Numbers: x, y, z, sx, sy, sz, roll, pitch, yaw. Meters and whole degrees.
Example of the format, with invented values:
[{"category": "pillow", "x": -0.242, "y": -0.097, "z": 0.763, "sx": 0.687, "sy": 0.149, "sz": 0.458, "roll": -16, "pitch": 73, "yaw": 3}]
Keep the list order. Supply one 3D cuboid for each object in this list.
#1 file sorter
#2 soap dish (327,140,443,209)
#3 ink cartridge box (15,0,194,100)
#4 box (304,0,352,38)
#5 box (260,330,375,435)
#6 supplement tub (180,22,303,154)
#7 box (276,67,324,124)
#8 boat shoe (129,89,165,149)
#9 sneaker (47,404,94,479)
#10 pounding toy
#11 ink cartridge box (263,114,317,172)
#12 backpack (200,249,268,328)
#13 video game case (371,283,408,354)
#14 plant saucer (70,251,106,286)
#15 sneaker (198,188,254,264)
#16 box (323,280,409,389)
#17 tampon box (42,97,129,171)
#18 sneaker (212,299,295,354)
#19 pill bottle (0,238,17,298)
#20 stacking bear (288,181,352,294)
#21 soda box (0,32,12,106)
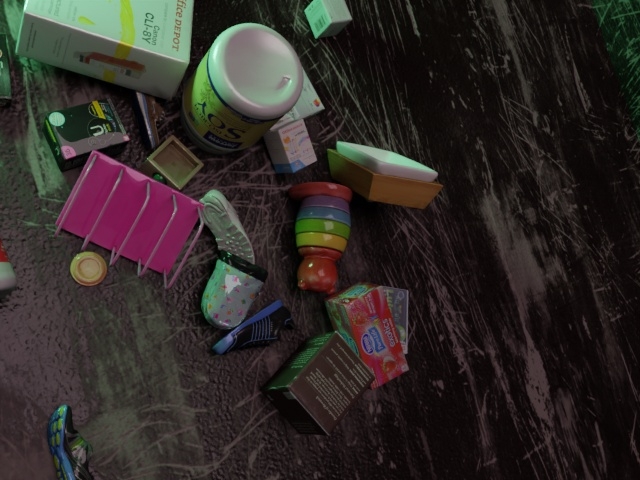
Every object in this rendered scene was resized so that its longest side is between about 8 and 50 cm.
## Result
[{"category": "file sorter", "x": -0.437, "y": -0.041, "z": 1.563, "sx": 0.290, "sy": 0.182, "sz": 0.202, "roll": 27, "pitch": 98, "yaw": -20}, {"category": "soap dish", "x": 0.172, "y": -0.185, "z": 1.925, "sx": 0.229, "sy": 0.291, "sz": 0.118, "roll": 7, "pitch": 107, "yaw": -28}, {"category": "ink cartridge box", "x": -0.519, "y": -0.550, "z": 1.682, "sx": 0.384, "sy": 0.160, "sz": 0.279, "roll": 13, "pitch": 59, "yaw": -25}, {"category": "box", "x": 0.024, "y": -0.688, "z": 2.067, "sx": 0.087, "sy": 0.101, "sz": 0.102, "roll": -19, "pitch": 87, "yaw": -31}, {"category": "box", "x": -0.006, "y": 0.366, "z": 1.738, "sx": 0.167, "sy": 0.168, "sz": 0.203, "roll": 50, "pitch": 61, "yaw": -9}, {"category": "supplement tub", "x": -0.213, "y": -0.369, "z": 1.725, "sx": 0.241, "sy": 0.331, "sz": 0.241, "roll": 8, "pitch": 73, "yaw": -26}, {"category": "box", "x": -0.098, "y": -0.409, "z": 1.967, "sx": 0.186, "sy": 0.038, "sz": 0.145, "roll": -31, "pitch": 93, "yaw": -29}, {"category": "boat shoe", "x": -0.436, "y": -0.324, "z": 1.748, "sx": 0.066, "sy": 0.066, "sz": 0.183, "roll": -12, "pitch": 83, "yaw": -31}, {"category": "sneaker", "x": -0.547, "y": 0.455, "z": 1.496, "sx": 0.078, "sy": 0.067, "sz": 0.188, "roll": -7, "pitch": 78, "yaw": -51}, {"category": "pounding toy", "x": -0.401, "y": -0.177, "z": 1.723, "sx": 0.130, "sy": 0.100, "sz": 0.141, "roll": 44, "pitch": 51, "yaw": -12}, {"category": "ink cartridge box", "x": -0.090, "y": -0.270, "z": 1.881, "sx": 0.092, "sy": 0.090, "sz": 0.143, "roll": -31, "pitch": 113, "yaw": -30}, {"category": "backpack", "x": -0.228, "y": 0.130, "z": 1.700, "sx": 0.152, "sy": 0.115, "sz": 0.182, "roll": 27, "pitch": 84, "yaw": -11}, {"category": "video game case", "x": 0.177, "y": 0.225, "z": 1.958, "sx": 0.173, "sy": 0.022, "sz": 0.190, "roll": 11, "pitch": 72, "yaw": -26}, {"category": "plant saucer", "x": -0.551, "y": 0.067, "z": 1.614, "sx": 0.083, "sy": 0.013, "sz": 0.083, "roll": 8, "pitch": 73, "yaw": -27}, {"category": "sneaker", "x": -0.232, "y": -0.026, "z": 1.771, "sx": 0.095, "sy": 0.090, "sz": 0.235, "roll": -71, "pitch": 138, "yaw": -68}, {"category": "box", "x": 0.123, "y": 0.253, "z": 1.824, "sx": 0.128, "sy": 0.122, "sz": 0.257, "roll": -24, "pitch": 104, "yaw": -23}, {"category": "tampon box", "x": -0.567, "y": -0.256, "z": 1.638, "sx": 0.161, "sy": 0.101, "sz": 0.120, "roll": -25, "pitch": 89, "yaw": -30}, {"category": "sneaker", "x": -0.164, "y": 0.242, "z": 1.737, "sx": 0.232, "sy": 0.081, "sz": 0.090, "roll": -32, "pitch": 86, "yaw": -32}, {"category": "pill bottle", "x": -0.806, "y": -0.048, "z": 1.385, "sx": 0.229, "sy": 0.229, "sz": 0.408, "roll": -23, "pitch": 88, "yaw": -31}, {"category": "stacking bear", "x": 0.000, "y": 0.000, "z": 1.851, "sx": 0.175, "sy": 0.164, "sz": 0.289, "roll": 12, "pitch": 77, "yaw": -27}, {"category": "soda box", "x": -0.766, "y": -0.402, "z": 1.599, "sx": 0.060, "sy": 0.053, "sz": 0.169, "roll": -4, "pitch": 80, "yaw": -30}]
